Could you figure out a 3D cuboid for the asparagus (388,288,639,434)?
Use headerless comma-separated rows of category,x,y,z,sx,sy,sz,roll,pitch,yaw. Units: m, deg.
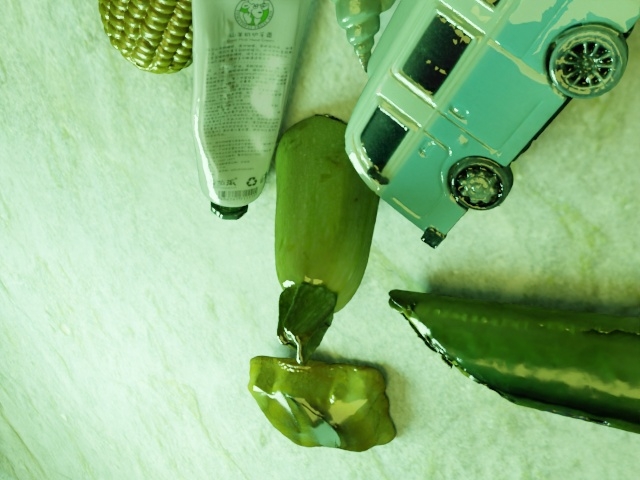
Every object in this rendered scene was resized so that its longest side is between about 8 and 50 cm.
asparagus,0.247,0.128,0.625,0.382,0.108,0.128,5,124,34

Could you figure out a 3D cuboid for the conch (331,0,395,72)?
conch,0.041,-0.244,0.528,0.088,0.065,0.180,8,116,32

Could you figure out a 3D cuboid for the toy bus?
toy bus,0.129,-0.139,0.492,0.165,0.133,0.271,36,134,3

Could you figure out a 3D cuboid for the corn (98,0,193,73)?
corn,-0.115,-0.312,0.545,0.131,0.131,0.344,44,133,1

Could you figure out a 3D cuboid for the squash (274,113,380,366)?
squash,0.014,-0.007,0.609,0.137,0.287,0.137,-1,132,-1

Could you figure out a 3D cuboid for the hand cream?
hand cream,-0.088,-0.150,0.652,0.336,0.121,0.076,107,148,-49

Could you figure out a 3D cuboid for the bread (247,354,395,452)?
bread,-0.007,0.256,0.902,0.233,0.088,0.160,3,117,30
